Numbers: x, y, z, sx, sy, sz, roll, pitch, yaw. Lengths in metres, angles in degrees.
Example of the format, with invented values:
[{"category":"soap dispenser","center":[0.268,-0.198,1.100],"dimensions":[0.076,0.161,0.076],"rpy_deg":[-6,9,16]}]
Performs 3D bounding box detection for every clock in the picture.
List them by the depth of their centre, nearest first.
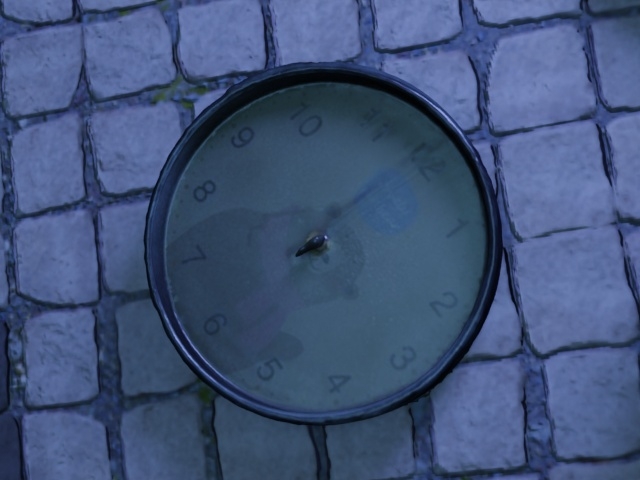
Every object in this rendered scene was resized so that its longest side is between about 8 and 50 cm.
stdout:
[{"category":"clock","center":[0.000,0.000,0.573],"dimensions":[0.280,0.055,0.281],"rpy_deg":[-1,83,11]}]
